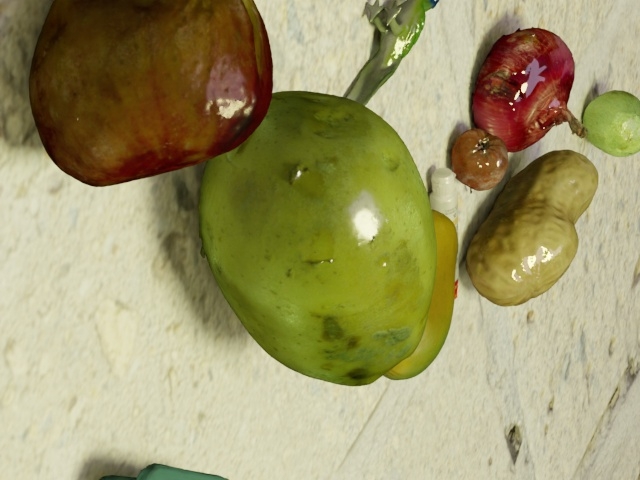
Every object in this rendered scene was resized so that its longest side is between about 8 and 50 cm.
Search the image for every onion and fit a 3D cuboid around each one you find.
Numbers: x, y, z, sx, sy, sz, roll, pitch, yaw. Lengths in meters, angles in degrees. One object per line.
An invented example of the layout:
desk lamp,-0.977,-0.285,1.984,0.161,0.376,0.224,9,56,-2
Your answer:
onion,0.253,-0.160,2.213,0.150,0.140,0.150,-28,132,-37

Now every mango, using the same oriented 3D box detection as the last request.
mango,0.092,0.053,2.059,0.122,0.085,0.191,28,66,-52

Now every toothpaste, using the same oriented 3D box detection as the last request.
toothpaste,0.140,0.003,2.185,0.048,0.031,0.190,-53,147,-45

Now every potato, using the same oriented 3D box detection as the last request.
potato,0.003,0.000,1.719,0.216,0.215,0.304,-62,144,-29

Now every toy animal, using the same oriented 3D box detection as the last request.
toy animal,0.059,-0.190,1.938,0.217,0.041,0.075,-56,148,-29

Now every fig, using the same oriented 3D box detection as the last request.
fig,-0.123,-0.181,1.444,0.190,0.190,0.290,-25,123,-58

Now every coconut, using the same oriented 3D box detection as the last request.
coconut,0.383,-0.152,2.533,0.087,0.096,0.088,-13,123,-20

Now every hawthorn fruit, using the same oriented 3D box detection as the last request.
hawthorn fruit,0.173,-0.079,2.194,0.067,0.066,0.103,-56,172,-37

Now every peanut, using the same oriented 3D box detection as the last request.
peanut,0.256,-0.018,2.299,0.110,0.120,0.236,46,57,-13

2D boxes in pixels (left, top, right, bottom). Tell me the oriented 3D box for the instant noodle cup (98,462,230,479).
instant noodle cup,-0.149,0.269,1.686,0.179,0.070,0.157,26,76,-62
